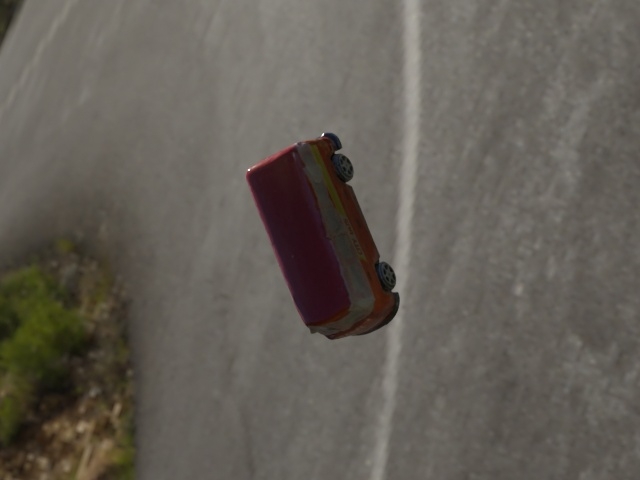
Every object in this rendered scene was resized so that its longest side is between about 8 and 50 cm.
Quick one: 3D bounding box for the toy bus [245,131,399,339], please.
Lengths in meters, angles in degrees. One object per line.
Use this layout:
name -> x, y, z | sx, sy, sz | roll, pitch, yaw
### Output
toy bus -> 0.000, 0.000, 1.267 | 0.079, 0.077, 0.174 | -25, 82, 30
